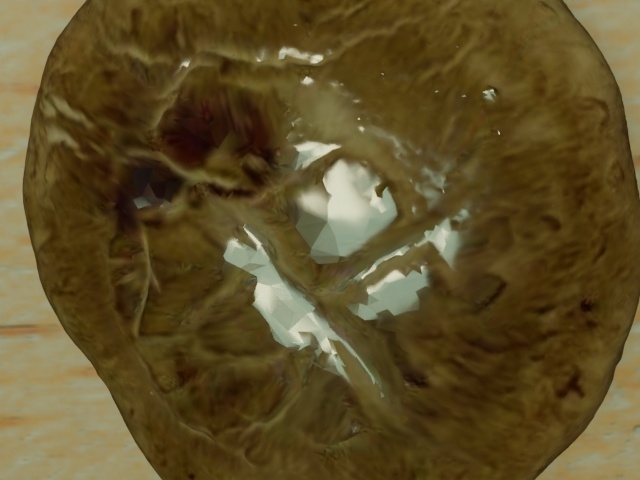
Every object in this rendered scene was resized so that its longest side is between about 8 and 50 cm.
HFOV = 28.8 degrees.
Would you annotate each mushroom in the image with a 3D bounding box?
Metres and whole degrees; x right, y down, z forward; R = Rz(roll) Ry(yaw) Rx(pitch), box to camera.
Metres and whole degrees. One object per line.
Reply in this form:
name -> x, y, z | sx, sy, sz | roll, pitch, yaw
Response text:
mushroom -> 0.000, 0.000, 0.521 | 0.278, 0.146, 0.278 | 2, 104, 6
